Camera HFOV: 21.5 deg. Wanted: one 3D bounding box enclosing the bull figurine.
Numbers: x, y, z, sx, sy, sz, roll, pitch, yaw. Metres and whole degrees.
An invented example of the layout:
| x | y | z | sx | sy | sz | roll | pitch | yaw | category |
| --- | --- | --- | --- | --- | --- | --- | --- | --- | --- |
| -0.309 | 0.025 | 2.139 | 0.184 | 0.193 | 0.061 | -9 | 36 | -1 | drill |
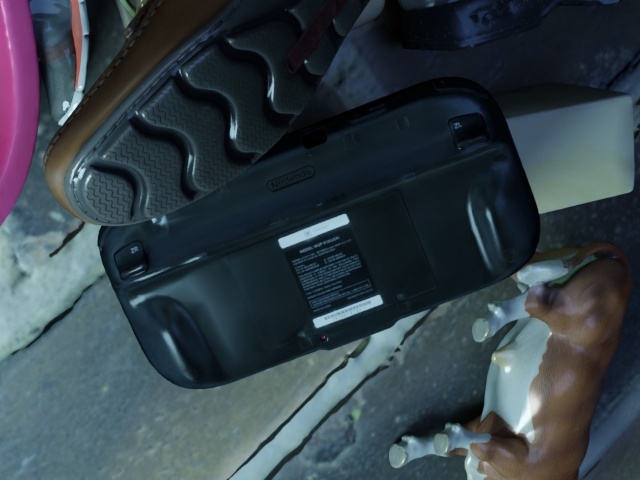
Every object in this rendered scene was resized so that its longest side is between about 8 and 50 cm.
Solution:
| x | y | z | sx | sy | sz | roll | pitch | yaw | category |
| --- | --- | --- | --- | --- | --- | --- | --- | --- | --- |
| 0.175 | 0.143 | 1.455 | 0.188 | 0.101 | 0.310 | 12 | 94 | -32 | bull figurine |

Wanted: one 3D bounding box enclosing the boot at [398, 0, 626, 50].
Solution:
| x | y | z | sx | sy | sz | roll | pitch | yaw | category |
| --- | --- | --- | --- | --- | --- | --- | --- | --- | --- |
| 0.188 | -0.297 | 1.368 | 0.338 | 0.118 | 0.223 | -21 | 107 | -31 | boot |

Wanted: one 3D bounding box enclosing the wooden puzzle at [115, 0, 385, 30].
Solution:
| x | y | z | sx | sy | sz | roll | pitch | yaw | category |
| --- | --- | --- | --- | --- | --- | --- | --- | --- | --- |
| -0.068 | -0.237 | 1.259 | 0.221 | 0.044 | 0.239 | -28 | 118 | -26 | wooden puzzle |

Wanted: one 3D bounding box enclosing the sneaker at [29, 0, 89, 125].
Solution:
| x | y | z | sx | sy | sz | roll | pitch | yaw | category |
| --- | --- | --- | --- | --- | --- | --- | --- | --- | --- |
| -0.196 | -0.158 | 1.190 | 0.064 | 0.061 | 0.158 | -3 | 99 | -9 | sneaker |

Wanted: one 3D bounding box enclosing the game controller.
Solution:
| x | y | z | sx | sy | sz | roll | pitch | yaw | category |
| --- | --- | --- | --- | --- | --- | --- | --- | --- | --- |
| 0.000 | 0.000 | 1.255 | 0.319 | 0.067 | 0.166 | -20 | 118 | 6 | game controller |

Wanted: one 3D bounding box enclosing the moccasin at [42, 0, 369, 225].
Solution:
| x | y | z | sx | sy | sz | roll | pitch | yaw | category |
| --- | --- | --- | --- | --- | --- | --- | --- | --- | --- |
| -0.065 | -0.170 | 1.177 | 0.380 | 0.147 | 0.139 | -56 | 143 | -13 | moccasin |

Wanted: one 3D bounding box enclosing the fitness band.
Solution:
| x | y | z | sx | sy | sz | roll | pitch | yaw | category |
| --- | --- | --- | --- | --- | --- | --- | --- | --- | --- |
| -0.272 | -0.117 | 1.084 | 0.209 | 0.054 | 0.291 | -36 | 128 | -47 | fitness band |

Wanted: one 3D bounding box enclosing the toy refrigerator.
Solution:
| x | y | z | sx | sy | sz | roll | pitch | yaw | category |
| --- | --- | --- | --- | --- | --- | --- | --- | --- | --- |
| 0.123 | -0.060 | 1.380 | 0.269 | 0.102 | 0.094 | -13 | 107 | -31 | toy refrigerator |
